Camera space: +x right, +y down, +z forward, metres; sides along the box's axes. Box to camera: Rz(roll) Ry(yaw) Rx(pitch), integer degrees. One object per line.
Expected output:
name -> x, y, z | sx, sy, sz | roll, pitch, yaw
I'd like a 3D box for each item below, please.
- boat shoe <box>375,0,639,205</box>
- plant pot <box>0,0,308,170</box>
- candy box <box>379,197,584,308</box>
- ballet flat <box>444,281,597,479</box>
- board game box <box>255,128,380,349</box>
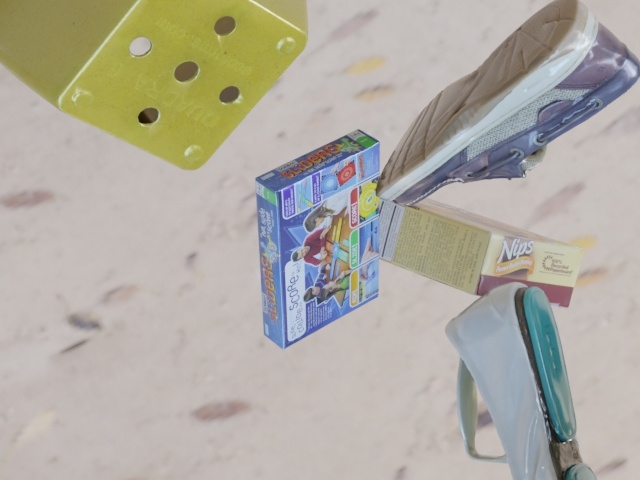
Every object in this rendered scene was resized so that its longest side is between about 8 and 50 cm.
boat shoe -> 0.147, -0.092, 1.234 | 0.092, 0.103, 0.285 | 34, 140, -14
plant pot -> -0.130, -0.180, 1.142 | 0.212, 0.187, 0.212 | 25, 114, -43
candy box -> 0.161, 0.001, 1.961 | 0.183, 0.316, 0.087 | 10, 97, -41
ballet flat -> 0.230, 0.247, 1.635 | 0.139, 0.400, 0.139 | -15, 170, -3
board game box -> 0.000, 0.000, 1.543 | 0.136, 0.035, 0.201 | -27, 134, -31
